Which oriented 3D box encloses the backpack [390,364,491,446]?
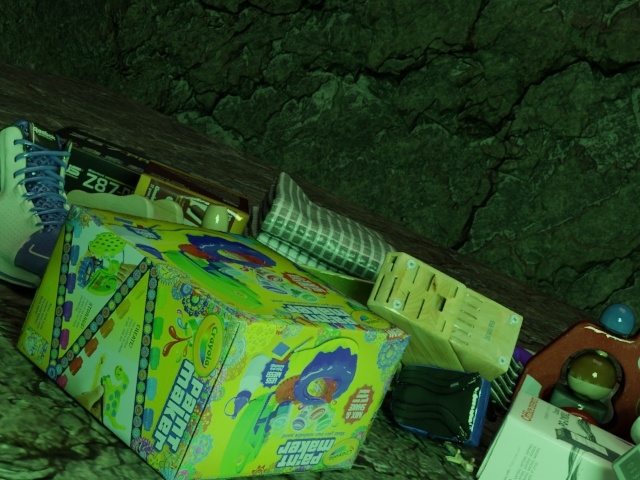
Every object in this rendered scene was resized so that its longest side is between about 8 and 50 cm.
[{"bbox_3d":[0.158,0.221,1.436,0.120,0.098,0.101,8,-19,23],"label":"backpack"}]

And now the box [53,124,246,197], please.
[{"bbox_3d":[-0.339,-0.102,2.101,0.395,0.097,0.318,22,6,-6],"label":"box"}]

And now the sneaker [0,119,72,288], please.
[{"bbox_3d":[-0.392,-0.059,1.453,0.127,0.182,0.315,12,14,-43],"label":"sneaker"}]

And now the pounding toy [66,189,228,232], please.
[{"bbox_3d":[-0.245,0.016,1.551,0.269,0.154,0.155,6,-1,33],"label":"pounding toy"}]

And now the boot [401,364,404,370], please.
[{"bbox_3d":[0.077,0.146,1.681,0.248,0.090,0.207,14,16,-25],"label":"boot"}]

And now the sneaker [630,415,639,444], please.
[{"bbox_3d":[0.509,0.288,1.356,0.282,0.102,0.161,28,19,-40],"label":"sneaker"}]

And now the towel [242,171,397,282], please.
[{"bbox_3d":[0.000,0.000,1.784,0.235,0.121,0.284,25,11,-9],"label":"towel"}]

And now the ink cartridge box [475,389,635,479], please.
[{"bbox_3d":[0.334,0.300,1.397,0.237,0.100,0.172,25,10,12],"label":"ink cartridge box"}]

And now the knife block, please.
[{"bbox_3d":[0.160,0.150,1.509,0.275,0.088,0.242,28,-31,-8],"label":"knife block"}]

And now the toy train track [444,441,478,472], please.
[{"bbox_3d":[0.182,0.279,1.426,0.048,0.014,0.083,19,9,-21],"label":"toy train track"}]

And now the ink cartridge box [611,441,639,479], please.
[{"bbox_3d":[0.455,0.366,1.168,0.239,0.060,0.275,31,26,-29],"label":"ink cartridge box"}]

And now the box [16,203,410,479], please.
[{"bbox_3d":[-0.113,0.111,1.177,0.279,0.177,0.290,31,12,36],"label":"box"}]

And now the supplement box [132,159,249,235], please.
[{"bbox_3d":[-0.233,-0.034,1.856,0.191,0.129,0.194,22,9,-9],"label":"supplement box"}]

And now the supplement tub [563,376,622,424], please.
[{"bbox_3d":[0.476,0.282,1.796,0.117,0.117,0.190,30,12,37],"label":"supplement tub"}]

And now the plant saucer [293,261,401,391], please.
[{"bbox_3d":[0.023,0.131,1.535,0.188,0.045,0.188,14,45,-3],"label":"plant saucer"}]

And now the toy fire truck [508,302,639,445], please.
[{"bbox_3d":[0.444,0.231,1.577,0.302,0.254,0.169,24,9,7],"label":"toy fire truck"}]

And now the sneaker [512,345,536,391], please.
[{"bbox_3d":[0.247,0.199,1.814,0.146,0.102,0.293,12,9,-32],"label":"sneaker"}]
